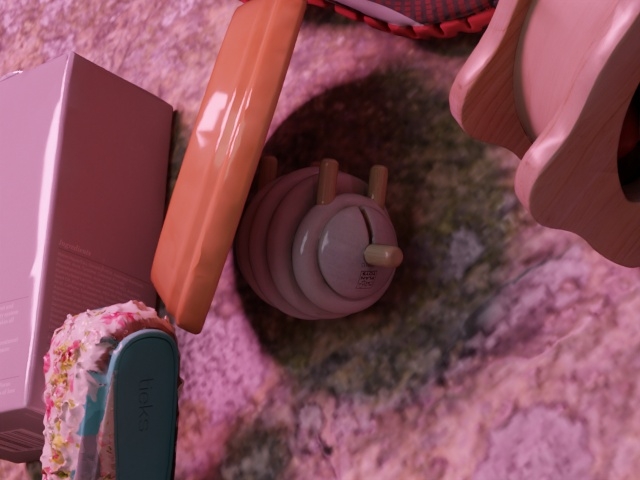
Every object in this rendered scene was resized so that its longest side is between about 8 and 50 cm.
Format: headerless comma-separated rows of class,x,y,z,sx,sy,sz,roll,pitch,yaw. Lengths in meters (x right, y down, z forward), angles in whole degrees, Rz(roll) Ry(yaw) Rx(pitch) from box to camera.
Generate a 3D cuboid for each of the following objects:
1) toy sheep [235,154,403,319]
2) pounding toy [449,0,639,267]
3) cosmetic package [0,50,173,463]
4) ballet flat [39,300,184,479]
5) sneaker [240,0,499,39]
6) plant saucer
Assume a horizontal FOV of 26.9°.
toy sheep,0.000,0.000,0.715,0.132,0.091,0.091,9,77,60
pounding toy,0.157,-0.136,0.596,0.155,0.154,0.269,59,135,41
cosmetic package,-0.178,0.013,0.860,0.127,0.107,0.238,-13,61,38
ballet flat,-0.126,0.149,0.746,0.077,0.091,0.241,12,93,44
sneaker,0.010,-0.183,0.749,0.276,0.135,0.097,17,82,40
plant saucer,-0.053,-0.048,0.733,0.200,0.037,0.200,-162,90,-85
